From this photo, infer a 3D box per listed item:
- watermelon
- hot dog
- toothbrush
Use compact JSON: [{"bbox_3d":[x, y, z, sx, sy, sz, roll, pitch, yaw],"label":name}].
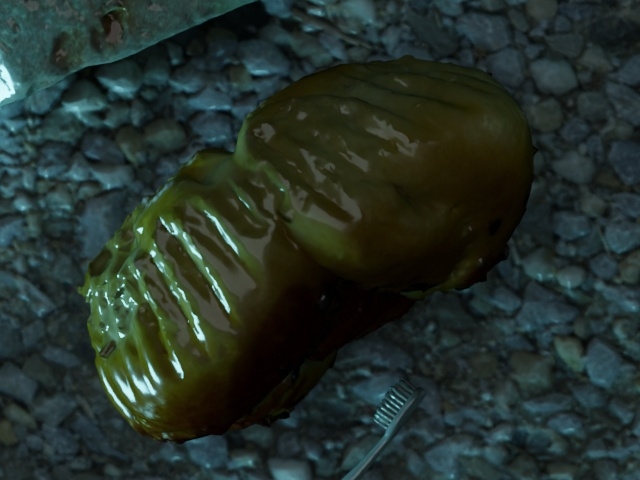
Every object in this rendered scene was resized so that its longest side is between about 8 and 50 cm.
[{"bbox_3d":[-0.238,-0.211,1.492,0.387,0.228,0.258,21,95,0],"label":"watermelon"},{"bbox_3d":[0.000,0.000,1.352,0.367,0.365,0.196,-39,82,2],"label":"hot dog"},{"bbox_3d":[-0.011,0.227,1.501,0.025,0.020,0.286,36,88,18],"label":"toothbrush"}]
